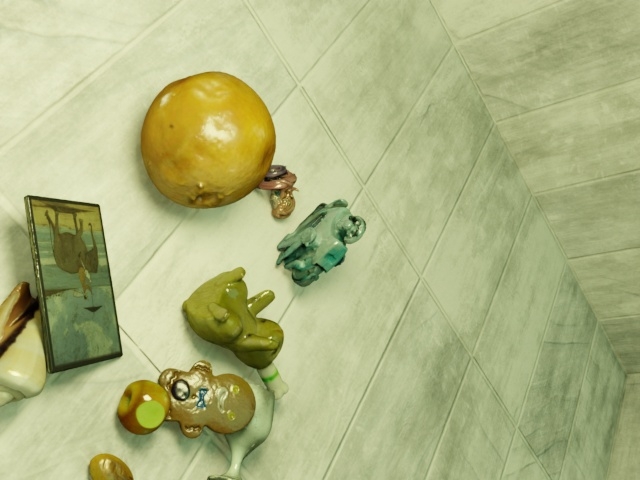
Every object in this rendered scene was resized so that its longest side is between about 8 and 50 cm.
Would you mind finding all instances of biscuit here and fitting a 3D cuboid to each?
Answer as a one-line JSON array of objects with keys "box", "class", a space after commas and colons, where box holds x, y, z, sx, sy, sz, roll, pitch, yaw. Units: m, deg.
[{"box": [-0.262, 0.366, 1.753, 0.236, 0.039, 0.180, 12, 66, -18], "class": "biscuit"}]

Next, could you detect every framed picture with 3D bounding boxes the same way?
[{"box": [-0.500, 0.085, 1.563, 0.265, 0.016, 0.347, 9, 71, -75], "class": "framed picture"}]

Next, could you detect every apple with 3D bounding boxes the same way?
[{"box": [-0.384, 0.358, 1.645, 0.102, 0.099, 0.114, 42, 80, -27], "class": "apple"}]

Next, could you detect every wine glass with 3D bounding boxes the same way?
[{"box": [-0.185, 0.471, 1.828, 0.126, 0.126, 0.241, 38, 56, -37], "class": "wine glass"}]

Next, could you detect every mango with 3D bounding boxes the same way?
[{"box": [-0.435, 0.491, 1.583, 0.114, 0.057, 0.079, 52, 49, -15], "class": "mango"}]

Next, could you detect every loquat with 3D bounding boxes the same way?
[{"box": [-0.263, -0.232, 1.779, 0.328, 0.328, 0.329, 17, 67, -46], "class": "loquat"}]

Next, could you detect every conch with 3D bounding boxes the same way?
[{"box": [-0.590, 0.208, 1.452, 0.158, 0.127, 0.255, 43, 25, -31], "class": "conch"}]

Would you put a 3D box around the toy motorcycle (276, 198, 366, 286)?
[{"box": [0.000, 0.000, 2.088, 0.154, 0.260, 0.206, 40, 11, -37], "class": "toy motorcycle"}]

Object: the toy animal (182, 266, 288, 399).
[{"box": [-0.163, 0.226, 1.870, 0.363, 0.180, 0.181, 41, 33, -33], "class": "toy animal"}]

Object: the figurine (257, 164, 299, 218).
[{"box": [-0.108, -0.138, 2.095, 0.114, 0.126, 0.157, -34, 110, -3], "class": "figurine"}]
